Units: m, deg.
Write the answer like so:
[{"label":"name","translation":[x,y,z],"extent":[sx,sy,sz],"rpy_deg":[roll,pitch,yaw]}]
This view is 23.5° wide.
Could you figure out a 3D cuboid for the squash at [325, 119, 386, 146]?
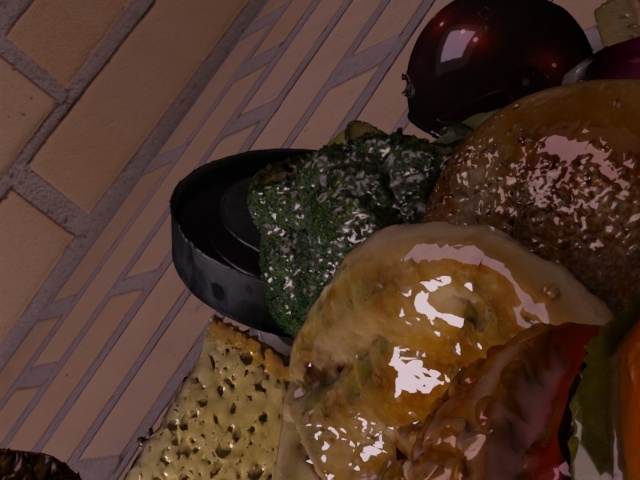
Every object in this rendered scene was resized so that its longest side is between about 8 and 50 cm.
[{"label":"squash","translation":[0.004,-0.027,1.915],"extent":[0.247,0.132,0.132],"rpy_deg":[-43,18,30]}]

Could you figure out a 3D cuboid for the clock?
[{"label":"clock","translation":[0.001,-0.001,1.587],"extent":[0.319,0.319,0.066],"rpy_deg":[-84,2,-61]}]

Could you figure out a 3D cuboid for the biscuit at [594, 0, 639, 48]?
[{"label":"biscuit","translation":[0.326,-0.211,1.608],"extent":[0.056,0.052,0.188],"rpy_deg":[-27,24,17]}]

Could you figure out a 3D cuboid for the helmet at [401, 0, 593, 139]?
[{"label":"helmet","translation":[0.195,-0.180,1.686],"extent":[0.216,0.193,0.189],"rpy_deg":[-20,18,1]}]

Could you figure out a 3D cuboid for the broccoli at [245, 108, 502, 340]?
[{"label":"broccoli","translation":[0.099,0.011,1.315],"extent":[0.283,0.304,0.321],"rpy_deg":[-50,22,-28]}]

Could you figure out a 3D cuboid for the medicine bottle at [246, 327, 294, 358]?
[{"label":"medicine bottle","translation":[-0.068,0.129,1.875],"extent":[0.091,0.058,0.058],"rpy_deg":[-39,20,33]}]

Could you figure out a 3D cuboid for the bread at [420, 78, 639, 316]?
[{"label":"bread","translation":[0.186,0.038,1.028],"extent":[0.159,0.305,0.305],"rpy_deg":[-26,-2,-39]}]

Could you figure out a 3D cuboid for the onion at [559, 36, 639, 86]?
[{"label":"onion","translation":[0.269,-0.072,1.250],"extent":[0.207,0.201,0.200],"rpy_deg":[-62,19,-17]}]

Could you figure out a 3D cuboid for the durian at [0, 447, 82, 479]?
[{"label":"durian","translation":[-0.333,0.374,1.552],"extent":[0.348,0.384,0.347],"rpy_deg":[-6,52,8]}]

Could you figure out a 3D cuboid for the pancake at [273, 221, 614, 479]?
[{"label":"pancake","translation":[0.084,0.169,1.002],"extent":[0.082,0.386,0.387],"rpy_deg":[-8,-13,-37]}]

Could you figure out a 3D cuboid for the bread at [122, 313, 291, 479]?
[{"label":"bread","translation":[-0.108,0.202,1.488],"extent":[0.315,0.279,0.248],"rpy_deg":[0,59,54]}]

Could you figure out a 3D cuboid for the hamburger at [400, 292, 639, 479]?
[{"label":"hamburger","translation":[0.197,0.164,0.688],"extent":[0.250,0.330,0.330],"rpy_deg":[-40,19,33]}]
